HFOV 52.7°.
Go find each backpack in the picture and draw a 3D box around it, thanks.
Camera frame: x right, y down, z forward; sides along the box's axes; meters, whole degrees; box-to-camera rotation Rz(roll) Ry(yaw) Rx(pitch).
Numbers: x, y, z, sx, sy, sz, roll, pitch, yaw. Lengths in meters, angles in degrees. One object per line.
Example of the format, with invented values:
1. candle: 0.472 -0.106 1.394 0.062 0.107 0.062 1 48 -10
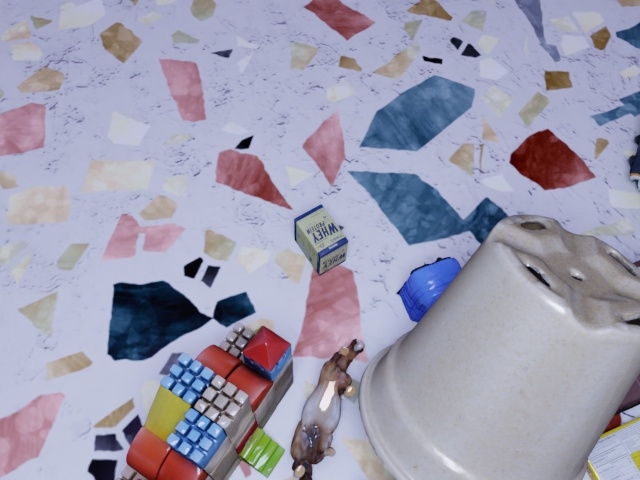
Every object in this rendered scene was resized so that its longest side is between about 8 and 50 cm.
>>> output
1. backpack: 0.192 0.085 1.041 0.098 0.120 0.101 -23 65 -14

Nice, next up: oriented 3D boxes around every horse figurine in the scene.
1. horse figurine: 0.007 0.257 0.941 0.066 0.174 0.263 19 77 -1

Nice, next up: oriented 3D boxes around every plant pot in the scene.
1. plant pot: 0.256 0.147 0.834 0.334 0.305 0.333 15 33 -10

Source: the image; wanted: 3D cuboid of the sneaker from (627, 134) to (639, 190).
1. sneaker: 0.636 -0.158 1.190 0.126 0.127 0.321 25 40 5

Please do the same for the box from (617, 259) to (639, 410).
1. box: 0.540 0.132 1.019 0.381 0.143 0.191 -19 64 -13

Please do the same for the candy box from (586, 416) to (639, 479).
1. candy box: 0.500 0.322 0.979 0.206 0.027 0.105 -19 62 -12

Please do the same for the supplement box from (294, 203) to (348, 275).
1. supplement box: 0.000 0.000 1.100 0.056 0.083 0.083 -30 68 -15

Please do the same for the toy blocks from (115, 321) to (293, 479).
1. toy blocks: -0.156 0.248 0.867 0.191 0.261 0.381 30 65 13
